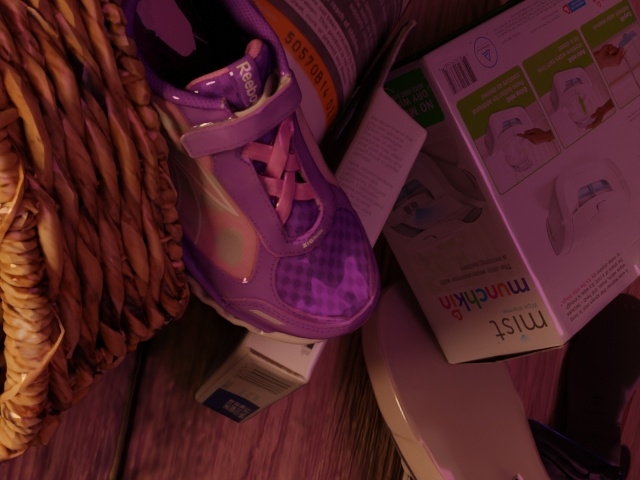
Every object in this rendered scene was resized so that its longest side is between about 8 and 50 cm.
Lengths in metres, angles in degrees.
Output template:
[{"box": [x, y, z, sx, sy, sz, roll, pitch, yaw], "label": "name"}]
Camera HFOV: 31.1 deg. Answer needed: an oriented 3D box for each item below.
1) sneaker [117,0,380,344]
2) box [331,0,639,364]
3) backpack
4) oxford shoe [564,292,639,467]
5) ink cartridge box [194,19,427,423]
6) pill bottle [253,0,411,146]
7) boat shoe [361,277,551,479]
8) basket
[{"box": [-0.041, -0.049, 0.544, 0.095, 0.104, 0.236, -39, 105, -24], "label": "sneaker"}, {"box": [0.170, -0.068, 0.906, 0.262, 0.127, 0.231, -35, 101, -39], "label": "box"}, {"box": [0.193, 0.226, 1.048, 0.120, 0.101, 0.098, 34, 63, -10], "label": "backpack"}, {"box": [0.283, 0.157, 1.171, 0.076, 0.076, 0.212, 65, 42, -70], "label": "oxford shoe"}, {"box": [0.000, 0.000, 0.733, 0.045, 0.223, 0.224, 28, 72, -5], "label": "ink cartridge box"}, {"box": [-0.011, -0.190, 0.716, 0.162, 0.162, 0.278, 52, 60, -38], "label": "pill bottle"}, {"box": [0.103, 0.204, 0.946, 0.127, 0.158, 0.340, -25, 85, -38], "label": "boat shoe"}, {"box": [-0.212, -0.035, 0.484, 0.223, 0.213, 0.299, -38, 122, -38], "label": "basket"}]
